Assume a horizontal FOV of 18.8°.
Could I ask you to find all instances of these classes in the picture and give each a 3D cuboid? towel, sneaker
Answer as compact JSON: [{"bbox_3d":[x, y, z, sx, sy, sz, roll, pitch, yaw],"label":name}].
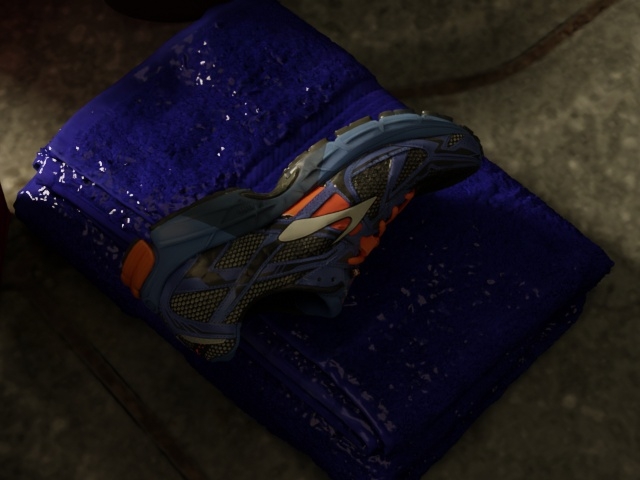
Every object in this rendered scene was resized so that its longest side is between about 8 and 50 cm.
[{"bbox_3d":[-0.006,-0.009,1.166,0.308,0.076,0.227,39,69,19],"label":"towel"},{"bbox_3d":[0.000,0.000,1.086,0.221,0.083,0.087,-28,77,-15],"label":"sneaker"}]

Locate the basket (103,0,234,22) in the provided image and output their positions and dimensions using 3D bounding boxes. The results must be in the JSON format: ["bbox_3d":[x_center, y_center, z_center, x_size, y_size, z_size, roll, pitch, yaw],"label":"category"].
[{"bbox_3d":[-0.100,-0.271,1.266,0.154,0.204,0.227,-25,66,32],"label":"basket"}]

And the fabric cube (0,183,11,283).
[{"bbox_3d":[-0.316,0.025,1.043,0.259,0.258,0.254,0,60,0],"label":"fabric cube"}]
